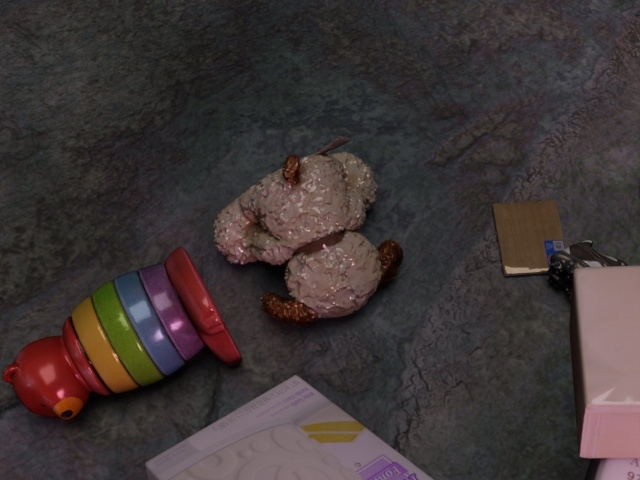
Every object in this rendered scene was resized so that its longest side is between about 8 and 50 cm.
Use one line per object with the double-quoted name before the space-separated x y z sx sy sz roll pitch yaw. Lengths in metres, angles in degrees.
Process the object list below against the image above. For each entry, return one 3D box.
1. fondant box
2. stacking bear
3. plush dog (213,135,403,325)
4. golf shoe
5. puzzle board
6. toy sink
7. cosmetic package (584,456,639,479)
"fondant box" -0.012 0.319 1.225 0.238 0.096 0.330 -27 43 -32
"stacking bear" -0.278 0.142 1.425 0.289 0.175 0.164 -28 60 -6
"plush dog" 0.000 0.000 1.496 0.263 0.210 0.225 -26 84 -11
"golf shoe" 0.415 0.069 1.468 0.094 0.077 0.198 -35 66 -27
"puzzle board" 0.311 -0.004 1.564 0.097 0.011 0.128 -3 56 0
"toy sink" 0.363 0.119 1.011 0.234 0.131 0.152 -3 55 9
"cosmetic package" 0.449 0.317 1.143 0.330 0.327 0.393 18 59 16
